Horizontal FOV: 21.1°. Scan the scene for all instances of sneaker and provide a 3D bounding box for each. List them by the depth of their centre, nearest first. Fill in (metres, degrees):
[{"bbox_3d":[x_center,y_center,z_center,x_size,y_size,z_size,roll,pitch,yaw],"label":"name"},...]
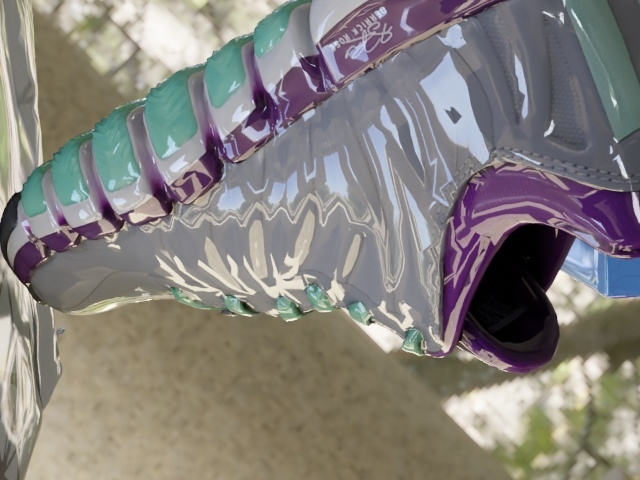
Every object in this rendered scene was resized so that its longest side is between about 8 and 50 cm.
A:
[{"bbox_3d":[0.000,0.000,0.410,0.083,0.098,0.224,-23,-5,-41],"label":"sneaker"}]

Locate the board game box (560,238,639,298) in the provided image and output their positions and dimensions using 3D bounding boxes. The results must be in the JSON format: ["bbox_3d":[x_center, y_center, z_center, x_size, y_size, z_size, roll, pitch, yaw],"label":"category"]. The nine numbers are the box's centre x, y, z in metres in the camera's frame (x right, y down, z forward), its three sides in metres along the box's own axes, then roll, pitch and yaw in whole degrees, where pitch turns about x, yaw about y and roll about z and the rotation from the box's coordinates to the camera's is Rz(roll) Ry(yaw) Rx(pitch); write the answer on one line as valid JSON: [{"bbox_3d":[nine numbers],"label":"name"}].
[{"bbox_3d":[0.185,-0.019,0.653,0.210,0.047,0.160,-4,9,-7],"label":"board game box"}]

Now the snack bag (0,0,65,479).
[{"bbox_3d":[-0.140,0.003,0.587,0.342,0.037,0.323,-86,-4,-61],"label":"snack bag"}]
